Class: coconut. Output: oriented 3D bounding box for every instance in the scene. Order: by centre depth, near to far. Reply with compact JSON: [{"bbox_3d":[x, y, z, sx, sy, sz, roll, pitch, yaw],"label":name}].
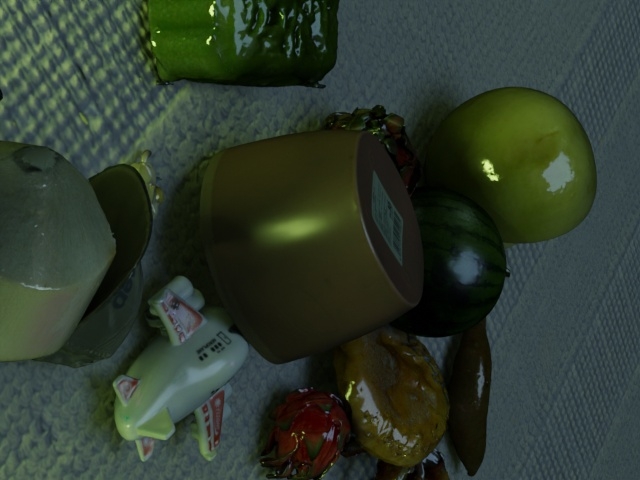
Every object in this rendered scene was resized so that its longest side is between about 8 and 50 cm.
[{"bbox_3d":[-0.317,0.004,1.292,0.241,0.241,0.241,-9,101,-55],"label":"coconut"}]

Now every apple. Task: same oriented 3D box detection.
[{"bbox_3d":[0.315,-0.111,2.167,0.254,0.292,0.292,-24,116,-20],"label":"apple"}]

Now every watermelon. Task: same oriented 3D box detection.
[{"bbox_3d":[0.172,0.033,2.006,0.242,0.242,0.242,-9,101,-55],"label":"watermelon"}]

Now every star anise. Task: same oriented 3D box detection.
[{"bbox_3d":[0.125,0.317,2.074,0.288,0.088,0.288,29,45,-34],"label":"star anise"}]

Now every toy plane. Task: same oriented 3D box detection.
[{"bbox_3d":[-0.174,0.170,1.637,0.252,0.118,0.252,-10,102,-57],"label":"toy plane"}]

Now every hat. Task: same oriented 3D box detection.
[{"bbox_3d":[-0.228,0.041,1.459,0.149,0.244,0.214,28,63,-40],"label":"hat"}]

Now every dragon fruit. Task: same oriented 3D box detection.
[{"bbox_3d":[-0.021,0.285,1.879,0.121,0.130,0.142,-58,149,-87],"label":"dragon fruit"},{"bbox_3d":[0.061,-0.114,1.895,0.182,0.182,0.189,-66,148,-26],"label":"dragon fruit"}]

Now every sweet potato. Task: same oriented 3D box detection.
[{"bbox_3d":[0.268,0.258,2.323,0.108,0.079,0.346,22,72,-83],"label":"sweet potato"}]

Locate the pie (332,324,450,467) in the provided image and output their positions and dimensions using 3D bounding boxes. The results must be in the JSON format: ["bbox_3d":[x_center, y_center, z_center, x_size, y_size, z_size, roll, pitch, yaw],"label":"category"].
[{"bbox_3d":[0.107,0.217,2.001,0.273,0.069,0.273,30,46,-37],"label":"pie"}]

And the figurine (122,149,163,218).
[{"bbox_3d":[-0.217,-0.068,1.615,0.050,0.047,0.083,-44,133,-57],"label":"figurine"}]

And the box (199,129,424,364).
[{"bbox_3d":[0.000,0.000,1.710,0.301,0.216,0.301,-14,90,-71],"label":"box"}]

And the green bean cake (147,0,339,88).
[{"bbox_3d":[-0.095,-0.323,1.663,0.250,0.156,0.247,-4,96,-55],"label":"green bean cake"}]

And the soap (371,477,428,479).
[{"bbox_3d":[0.116,0.526,2.121,0.181,0.081,0.259,-23,113,-52],"label":"soap"}]

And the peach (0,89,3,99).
[{"bbox_3d":[-0.455,-0.052,1.028,0.416,0.339,0.353,-48,138,-41],"label":"peach"}]
